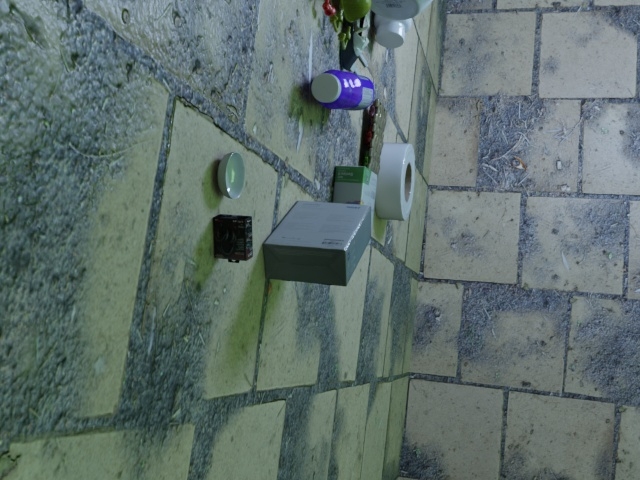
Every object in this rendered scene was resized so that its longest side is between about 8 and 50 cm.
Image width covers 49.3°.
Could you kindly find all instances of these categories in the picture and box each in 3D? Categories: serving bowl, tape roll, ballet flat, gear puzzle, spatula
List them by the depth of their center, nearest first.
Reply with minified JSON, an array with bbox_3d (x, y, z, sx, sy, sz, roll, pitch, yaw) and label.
[{"bbox_3d":[-0.160,-0.114,1.222,0.083,0.027,0.083,4,90,-74],"label":"serving bowl"},{"bbox_3d":[0.099,-0.567,1.900,0.074,0.074,0.203,14,81,-73],"label":"ballet flat"},{"bbox_3d":[0.112,-0.499,2.057,0.242,0.019,0.168,16,79,-73],"label":"spatula"},{"bbox_3d":[0.162,-0.280,2.262,0.175,0.044,0.338,13,85,-75],"label":"gear puzzle"},{"bbox_3d":[0.274,-0.216,2.545,0.286,0.100,0.286,4,90,-73],"label":"tape roll"}]

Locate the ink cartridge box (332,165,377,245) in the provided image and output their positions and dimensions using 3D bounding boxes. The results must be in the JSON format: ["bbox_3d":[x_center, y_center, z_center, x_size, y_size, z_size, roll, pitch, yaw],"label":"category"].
[{"bbox_3d":[0.094,-0.096,1.977,0.154,0.093,0.212,13,80,-73],"label":"ink cartridge box"}]

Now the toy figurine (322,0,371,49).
[{"bbox_3d":[0.121,-0.629,1.651,0.362,0.217,0.191,55,41,-58],"label":"toy figurine"}]

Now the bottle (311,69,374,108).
[{"bbox_3d":[0.050,-0.367,1.707,0.283,0.118,0.092,-30,124,-71],"label":"bottle"}]

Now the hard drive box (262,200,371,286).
[{"bbox_3d":[0.000,0.000,1.530,0.232,0.181,0.089,-56,147,-58],"label":"hard drive box"}]

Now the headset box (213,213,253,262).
[{"bbox_3d":[-0.152,-0.002,1.219,0.032,0.062,0.083,-37,130,-68],"label":"headset box"}]

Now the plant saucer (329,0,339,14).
[{"bbox_3d":[0.031,-0.613,1.755,0.083,0.015,0.083,4,90,-74],"label":"plant saucer"}]

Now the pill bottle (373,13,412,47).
[{"bbox_3d":[0.235,-0.734,2.227,0.124,0.124,0.221,54,44,-66],"label":"pill bottle"}]

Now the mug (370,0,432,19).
[{"bbox_3d":[0.285,-0.796,1.944,0.276,0.374,0.328,50,55,-69],"label":"mug"}]
